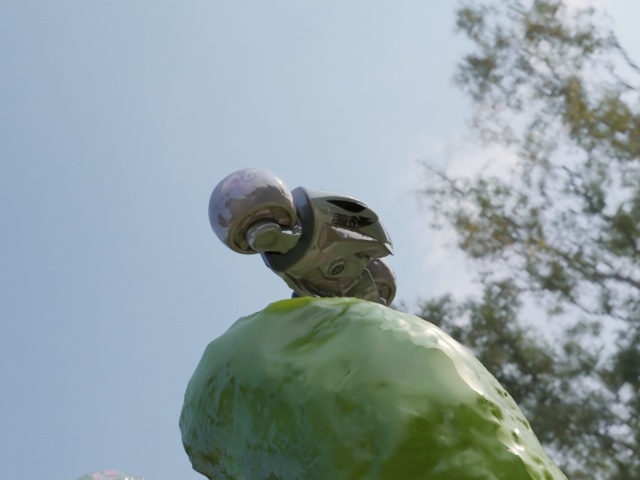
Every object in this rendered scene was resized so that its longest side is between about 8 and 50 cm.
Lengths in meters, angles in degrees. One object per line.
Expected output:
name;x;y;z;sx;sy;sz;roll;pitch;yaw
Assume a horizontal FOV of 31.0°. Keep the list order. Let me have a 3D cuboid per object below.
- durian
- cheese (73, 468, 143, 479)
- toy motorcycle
durian;0.027;0.164;0.826;0.256;0.340;0.204;-45;-31;22
cheese;-0.211;0.229;1.011;0.120;0.067;0.026;-21;-72;-38
toy motorcycle;0.000;0.000;1.021;0.112;0.112;0.254;-53;-38;0
